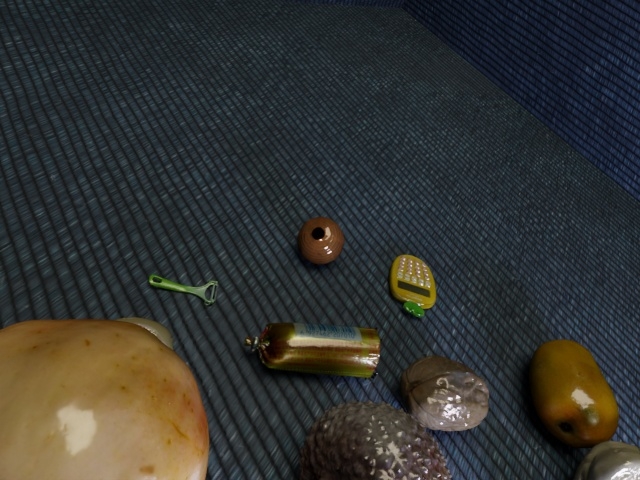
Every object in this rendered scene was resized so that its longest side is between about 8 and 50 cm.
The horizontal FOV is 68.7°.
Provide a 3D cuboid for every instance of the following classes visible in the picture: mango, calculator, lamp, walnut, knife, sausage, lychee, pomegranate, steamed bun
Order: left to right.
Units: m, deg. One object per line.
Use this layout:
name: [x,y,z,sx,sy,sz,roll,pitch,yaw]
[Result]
pomegranate: [-0.371,0.320,0.699,0.412,0.411,0.411,12,46,-12]
knife: [-0.339,0.117,1.154,0.166,0.022,0.078,13,39,-13]
sausage: [-0.021,0.258,1.098,0.318,0.117,0.125,6,71,-14]
lamp: [0.000,0.000,1.329,0.136,0.136,0.136,12,46,-12]
lychee: [0.104,0.435,0.864,0.300,0.300,0.300,12,46,-12]
calculator: [0.274,0.132,1.395,0.146,0.032,0.234,18,43,-6]
walnut: [0.298,0.360,1.104,0.231,0.178,0.178,14,45,-19]
mango: [0.655,0.384,1.227,0.211,0.173,0.317,26,38,1]
steamed bun: [0.684,0.544,1.078,0.218,0.211,0.144,12,21,-10]

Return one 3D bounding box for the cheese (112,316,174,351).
cheese: [-0.409,0.243,0.962,0.203,0.091,0.175,0,50,-21]
